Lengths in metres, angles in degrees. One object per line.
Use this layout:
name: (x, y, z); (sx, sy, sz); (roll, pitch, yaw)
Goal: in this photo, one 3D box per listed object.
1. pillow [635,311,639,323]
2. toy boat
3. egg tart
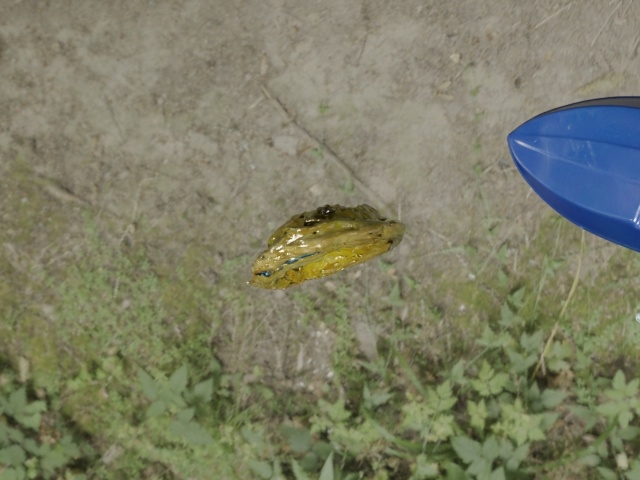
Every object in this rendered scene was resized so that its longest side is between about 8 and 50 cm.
pillow: (0.617, 0.176, 1.379); (0.091, 0.136, 0.055); (-26, 147, 6)
toy boat: (0.277, -0.052, 0.643); (0.295, 0.088, 0.129); (25, 97, 43)
egg tart: (0.000, 0.000, 1.361); (0.290, 0.290, 0.107); (-26, 76, 34)
